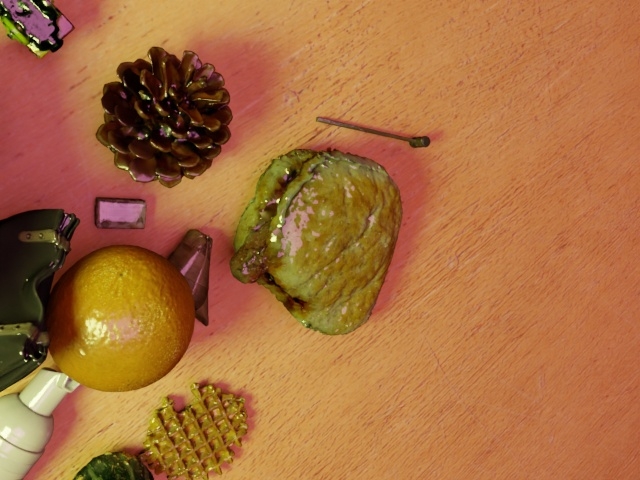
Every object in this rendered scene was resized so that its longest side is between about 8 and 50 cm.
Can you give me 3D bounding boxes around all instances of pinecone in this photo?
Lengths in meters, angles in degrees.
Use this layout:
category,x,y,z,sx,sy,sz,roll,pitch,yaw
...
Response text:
category,x,y,z,sx,sy,sz,roll,pitch,yaw
pinecone,-0.280,-0.243,1.179,0.264,0.264,0.264,-5,102,-26

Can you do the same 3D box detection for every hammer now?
category,x,y,z,sx,sy,sz,roll,pitch,yaw
hammer,0.124,-0.258,1.493,0.292,0.058,0.029,8,90,-23

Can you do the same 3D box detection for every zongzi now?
category,x,y,z,sx,sy,sz,roll,pitch,yaw
zongzi,-0.254,0.078,1.346,0.160,0.078,0.176,-53,127,-9

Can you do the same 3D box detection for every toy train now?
category,x,y,z,sx,sy,sz,roll,pitch,yaw
toy train,-0.547,-0.439,1.053,0.100,0.160,0.296,-44,113,-4

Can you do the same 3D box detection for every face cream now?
category,x,y,z,sx,sy,sz,roll,pitch,yaw
face cream,-0.595,0.382,1.186,0.145,0.145,0.370,44,78,-26

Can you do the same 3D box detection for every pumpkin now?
category,x,y,z,sx,sy,sz,roll,pitch,yaw
pumpkin,-0.430,0.527,1.291,0.190,0.146,0.190,-38,148,-29

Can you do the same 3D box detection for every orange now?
category,x,y,z,sx,sy,sz,roll,pitch,yaw
orange,-0.359,0.143,1.143,0.274,0.274,0.274,-5,102,-26

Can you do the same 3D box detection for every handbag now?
category,x,y,z,sx,sy,sz,roll,pitch,yaw
handbag,-0.513,0.096,1.029,0.152,0.288,0.342,31,52,-44

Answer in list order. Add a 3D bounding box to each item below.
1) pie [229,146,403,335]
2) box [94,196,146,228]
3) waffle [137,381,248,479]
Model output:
category,x,y,z,sx,sy,sz,roll,pitch,yaw
pie,0.022,-0.001,1.418,0.418,0.180,0.395,33,86,-37
box,-0.400,-0.055,1.260,0.098,0.045,0.062,-2,101,-28
waffle,-0.275,0.429,1.409,0.231,0.051,0.229,25,87,-29
